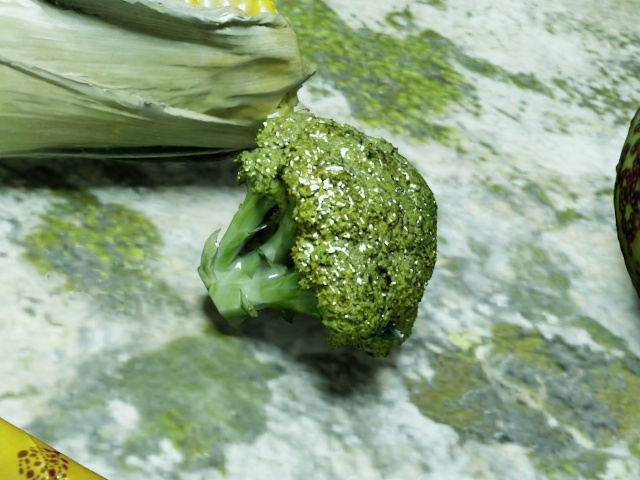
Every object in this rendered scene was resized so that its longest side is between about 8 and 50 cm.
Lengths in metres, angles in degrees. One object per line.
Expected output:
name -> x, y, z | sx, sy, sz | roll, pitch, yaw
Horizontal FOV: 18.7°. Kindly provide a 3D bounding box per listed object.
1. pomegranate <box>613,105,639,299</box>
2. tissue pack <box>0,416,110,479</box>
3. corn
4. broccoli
pomegranate -> 0.265, -0.038, 1.003 | 0.214, 0.248, 0.214 | 9, 47, -10
tissue pack -> -0.109, 0.173, 0.732 | 0.226, 0.092, 0.183 | 27, 40, 12
corn -> -0.149, -0.092, 0.982 | 0.305, 0.123, 0.122 | -2, 21, -19
broccoli -> 0.000, 0.000, 0.963 | 0.120, 0.130, 0.131 | -30, 84, 4
